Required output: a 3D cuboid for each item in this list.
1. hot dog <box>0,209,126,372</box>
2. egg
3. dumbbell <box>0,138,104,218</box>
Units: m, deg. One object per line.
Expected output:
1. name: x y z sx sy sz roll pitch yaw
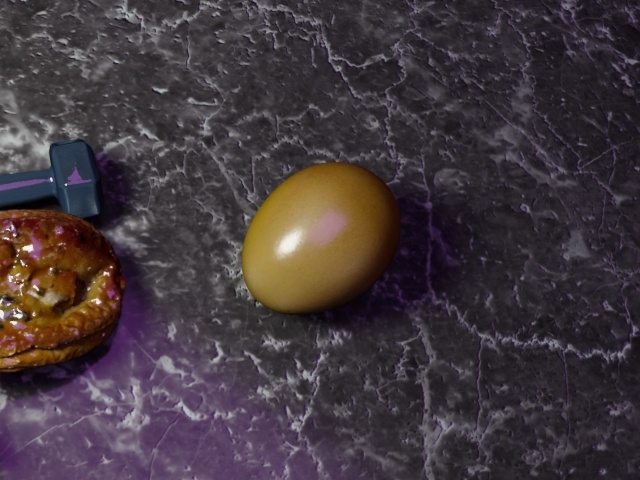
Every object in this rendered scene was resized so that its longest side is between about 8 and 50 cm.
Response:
1. hot dog: -0.519 0.087 1.515 0.387 0.174 0.267 -5 82 -21
2. egg: 0.000 0.000 1.658 0.322 0.250 0.250 -43 85 -17
3. dumbbell: -0.550 -0.089 1.601 0.316 0.143 0.156 -12 75 -18
